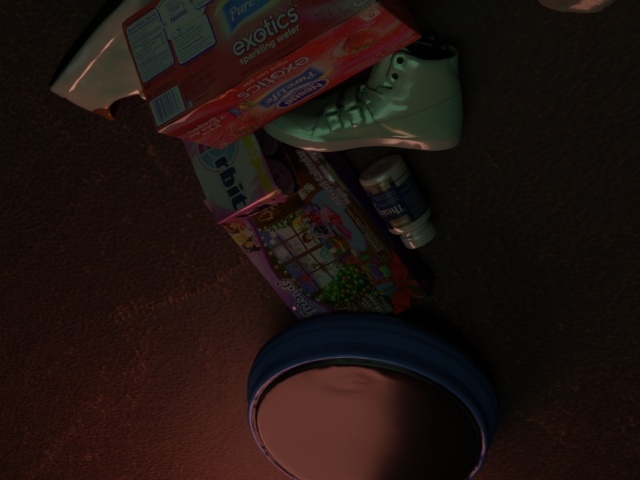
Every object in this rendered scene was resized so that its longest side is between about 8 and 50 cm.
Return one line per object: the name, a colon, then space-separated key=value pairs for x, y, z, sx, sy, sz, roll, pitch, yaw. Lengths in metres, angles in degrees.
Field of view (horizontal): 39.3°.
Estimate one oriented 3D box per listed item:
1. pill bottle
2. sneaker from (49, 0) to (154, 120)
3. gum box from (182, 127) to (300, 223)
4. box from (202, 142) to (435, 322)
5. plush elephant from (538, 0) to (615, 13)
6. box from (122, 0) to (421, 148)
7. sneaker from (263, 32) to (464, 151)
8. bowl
pill bottle: x=0.108 y=-0.050 z=1.206 sx=0.067 sy=0.067 sz=0.120 roll=-22 pitch=112 yaw=27
sneaker: x=-0.230 y=-0.268 z=1.169 sx=0.123 sy=0.106 sz=0.290 roll=33 pitch=130 yaw=-25
gum box: x=-0.113 y=-0.120 z=1.185 sx=0.107 sy=0.062 sz=0.188 roll=-28 pitch=81 yaw=29
box: x=0.000 y=0.000 z=1.277 sx=0.201 sy=0.057 sz=0.293 roll=-28 pitch=110 yaw=30
plush elephant: x=0.193 y=-0.359 z=0.884 sx=0.272 sy=0.330 sz=0.255 roll=17 pitch=143 yaw=-2
box: x=-0.060 y=-0.244 z=1.037 sx=0.300 sy=0.142 sz=0.154 roll=-27 pitch=76 yaw=22
sneaker: x=0.051 y=-0.194 z=1.116 sx=0.256 sy=0.094 sz=0.151 roll=0 pitch=127 yaw=6
bowl: x=0.074 y=0.275 z=1.376 sx=0.391 sy=0.077 sz=0.391 roll=6 pitch=132 yaw=7
